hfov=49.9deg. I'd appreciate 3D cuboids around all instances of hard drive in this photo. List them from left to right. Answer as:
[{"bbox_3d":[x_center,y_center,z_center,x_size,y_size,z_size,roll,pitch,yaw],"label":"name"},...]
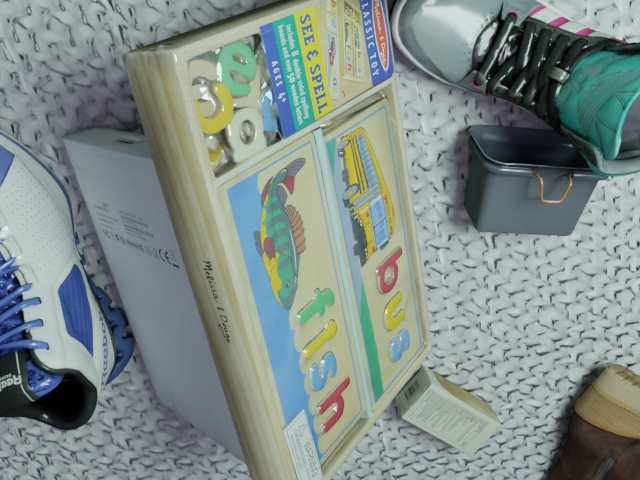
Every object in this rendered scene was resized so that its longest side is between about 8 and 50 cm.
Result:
[{"bbox_3d":[-0.139,0.052,0.649,0.040,0.203,0.308,-31,121,-33],"label":"hard drive"}]

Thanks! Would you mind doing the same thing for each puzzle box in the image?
[{"bbox_3d":[0.000,0.000,0.614,0.052,0.272,0.409,7,121,35],"label":"puzzle box"}]

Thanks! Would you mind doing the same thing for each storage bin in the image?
[{"bbox_3d":[0.214,-0.053,0.698,0.135,0.098,0.091,2,124,-8],"label":"storage bin"}]

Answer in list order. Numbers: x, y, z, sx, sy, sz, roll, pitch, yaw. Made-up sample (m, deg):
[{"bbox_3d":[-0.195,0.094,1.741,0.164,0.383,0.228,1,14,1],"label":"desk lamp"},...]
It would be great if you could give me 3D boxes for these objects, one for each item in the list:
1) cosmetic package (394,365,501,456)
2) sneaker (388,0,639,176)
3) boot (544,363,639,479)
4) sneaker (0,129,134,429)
[{"bbox_3d":[0.153,0.206,0.831,0.115,0.041,0.060,34,106,-20],"label":"cosmetic package"},{"bbox_3d":[0.210,-0.143,0.604,0.295,0.178,0.124,15,112,-13],"label":"sneaker"},{"bbox_3d":[0.386,0.288,0.794,0.090,0.248,0.207,-3,119,-31],"label":"boot"},{"bbox_3d":[-0.279,0.055,0.633,0.127,0.182,0.316,-24,115,2],"label":"sneaker"}]
